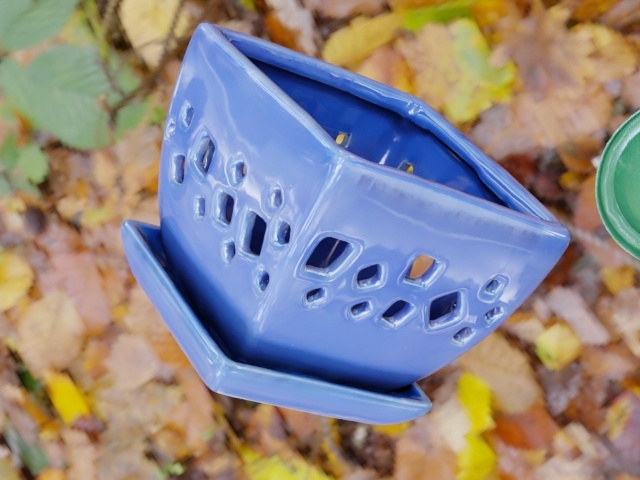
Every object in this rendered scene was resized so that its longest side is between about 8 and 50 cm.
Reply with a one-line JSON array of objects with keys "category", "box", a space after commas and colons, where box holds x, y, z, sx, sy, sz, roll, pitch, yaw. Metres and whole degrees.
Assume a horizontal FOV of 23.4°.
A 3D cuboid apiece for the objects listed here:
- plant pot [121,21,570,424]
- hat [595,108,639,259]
[{"category": "plant pot", "box": [0.000, 0.000, 1.158, 0.212, 0.236, 0.236, -60, 40, 16]}, {"category": "hat", "box": [0.344, -0.025, 1.293, 0.208, 0.183, 0.173, -25, 110, 13]}]
